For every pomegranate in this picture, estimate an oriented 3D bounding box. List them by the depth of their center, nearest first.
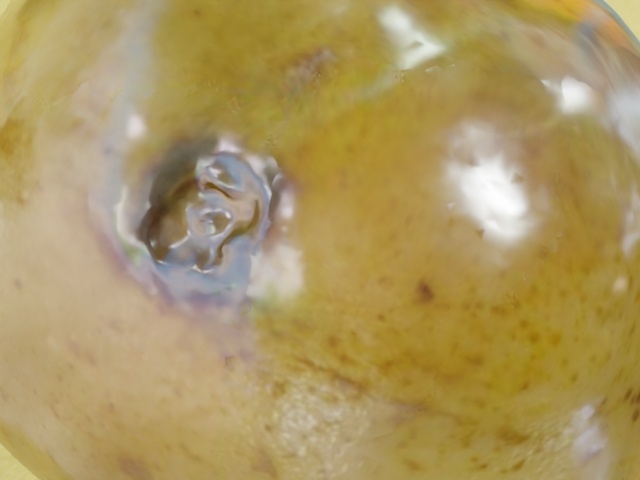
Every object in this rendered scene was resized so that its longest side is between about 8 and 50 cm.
[{"bbox_3d":[0.001,0.004,0.670,0.307,0.307,0.307,13,65,-29],"label":"pomegranate"}]
